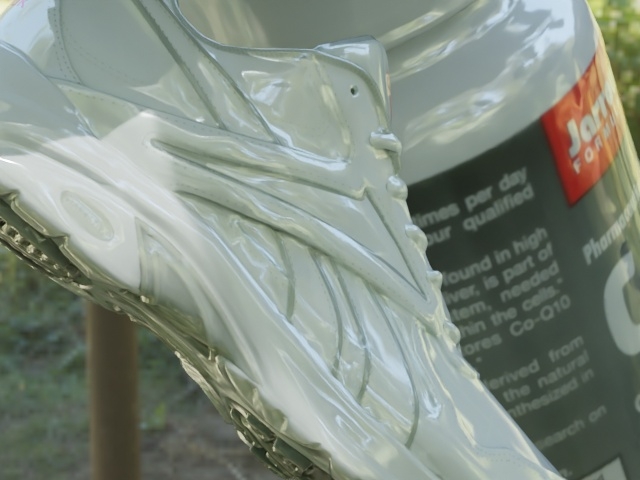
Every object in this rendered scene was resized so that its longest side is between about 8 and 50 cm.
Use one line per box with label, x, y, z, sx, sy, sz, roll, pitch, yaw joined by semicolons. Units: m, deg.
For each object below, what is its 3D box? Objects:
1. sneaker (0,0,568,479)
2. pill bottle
sneaker;0.000;0.000;0.447;0.232;0.115;0.090;42;-15;-14
pill bottle;0.044;-0.010;0.598;0.161;0.283;0.161;-18;28;10
